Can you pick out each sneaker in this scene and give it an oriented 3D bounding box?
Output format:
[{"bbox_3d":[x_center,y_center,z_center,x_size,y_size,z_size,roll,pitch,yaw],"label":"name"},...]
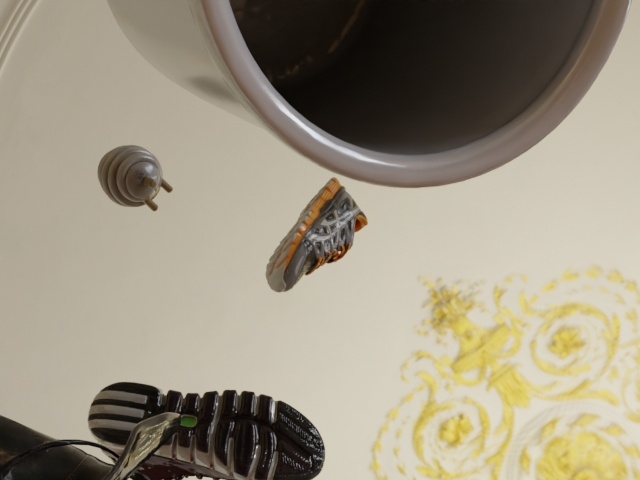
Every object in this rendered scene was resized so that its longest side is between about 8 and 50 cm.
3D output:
[{"bbox_3d":[-0.141,0.253,1.126,0.281,0.107,0.163,14,-35,-3],"label":"sneaker"},{"bbox_3d":[0.000,0.000,1.224,0.083,0.215,0.084,41,-43,-7],"label":"sneaker"}]

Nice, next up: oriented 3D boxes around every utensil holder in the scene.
[{"bbox_3d":[-0.001,-0.240,0.737,0.327,0.385,0.328,-7,-73,-23],"label":"utensil holder"}]

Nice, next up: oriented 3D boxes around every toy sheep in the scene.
[{"bbox_3d":[-0.247,-0.083,1.215,0.091,0.132,0.091,-8,-77,-39],"label":"toy sheep"}]

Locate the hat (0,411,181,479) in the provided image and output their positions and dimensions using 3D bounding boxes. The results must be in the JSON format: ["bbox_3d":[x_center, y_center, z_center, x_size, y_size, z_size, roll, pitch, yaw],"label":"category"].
[{"bbox_3d":[-0.259,0.219,0.722,0.134,0.331,0.331,39,-80,3],"label":"hat"}]
